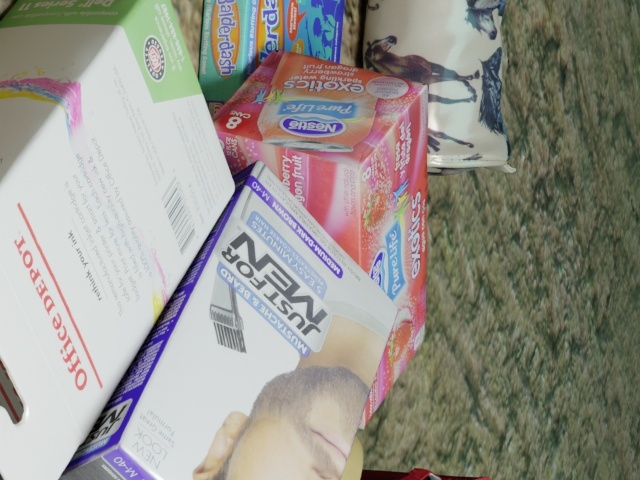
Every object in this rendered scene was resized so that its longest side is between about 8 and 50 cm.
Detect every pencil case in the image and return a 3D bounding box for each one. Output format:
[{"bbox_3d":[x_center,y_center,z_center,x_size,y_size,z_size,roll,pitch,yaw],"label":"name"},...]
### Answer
[{"bbox_3d":[0.137,-0.273,1.821,0.183,0.160,0.410,5,89,-49],"label":"pencil case"}]

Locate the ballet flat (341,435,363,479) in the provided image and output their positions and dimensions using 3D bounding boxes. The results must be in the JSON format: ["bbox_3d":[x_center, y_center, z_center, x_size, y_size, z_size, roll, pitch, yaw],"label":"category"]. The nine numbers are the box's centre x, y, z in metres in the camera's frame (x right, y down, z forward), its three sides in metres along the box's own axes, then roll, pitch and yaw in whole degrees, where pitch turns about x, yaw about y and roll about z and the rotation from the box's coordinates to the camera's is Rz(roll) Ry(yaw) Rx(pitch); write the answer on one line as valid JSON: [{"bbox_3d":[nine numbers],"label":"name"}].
[{"bbox_3d":[-0.032,0.240,1.448,0.232,0.080,0.073,-59,144,-32],"label":"ballet flat"}]

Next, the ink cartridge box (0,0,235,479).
[{"bbox_3d":[-0.200,-0.004,1.169,0.353,0.119,0.207,-62,145,-43],"label":"ink cartridge box"}]

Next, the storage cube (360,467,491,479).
[{"bbox_3d":[0.038,0.318,1.580,0.184,0.193,0.215,5,85,-61],"label":"storage cube"}]

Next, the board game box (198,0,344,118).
[{"bbox_3d":[-0.043,-0.179,1.578,0.210,0.047,0.160,1,93,-65],"label":"board game box"}]

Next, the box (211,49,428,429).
[{"bbox_3d":[0.000,0.000,1.509,0.142,0.154,0.300,-51,150,-44],"label":"box"}]

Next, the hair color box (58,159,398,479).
[{"bbox_3d":[-0.067,0.114,1.286,0.185,0.110,0.339,46,38,-20],"label":"hair color box"}]
